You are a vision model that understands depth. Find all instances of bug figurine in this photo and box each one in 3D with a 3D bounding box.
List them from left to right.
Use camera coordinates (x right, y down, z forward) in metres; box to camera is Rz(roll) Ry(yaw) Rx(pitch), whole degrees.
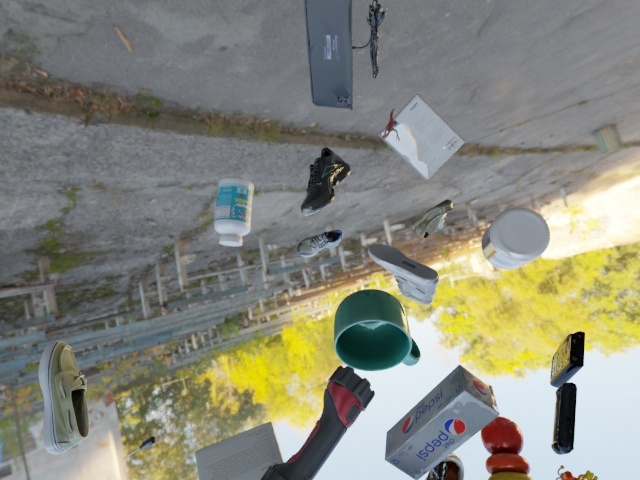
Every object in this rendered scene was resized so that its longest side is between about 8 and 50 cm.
[{"bbox_3d":[0.681,0.764,1.058,0.279,0.216,0.072,-54,-172,-24],"label":"bug figurine"}]

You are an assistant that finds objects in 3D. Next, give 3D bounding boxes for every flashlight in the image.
[{"bbox_3d":[-0.012,0.401,0.816,0.304,0.103,0.103,-44,161,-28],"label":"flashlight"}]

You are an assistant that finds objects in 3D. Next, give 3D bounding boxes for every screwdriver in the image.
[{"bbox_3d":[-0.528,0.602,1.153,0.170,0.024,0.025,-35,143,21],"label":"screwdriver"}]

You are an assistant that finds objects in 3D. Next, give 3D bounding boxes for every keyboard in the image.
[{"bbox_3d":[0.062,-0.479,0.989,0.201,0.317,0.033,12,-136,17],"label":"keyboard"}]

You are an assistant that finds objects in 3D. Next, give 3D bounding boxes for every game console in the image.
[{"bbox_3d":[0.742,0.460,1.216,0.044,0.361,0.213,13,148,21],"label":"game console"}]

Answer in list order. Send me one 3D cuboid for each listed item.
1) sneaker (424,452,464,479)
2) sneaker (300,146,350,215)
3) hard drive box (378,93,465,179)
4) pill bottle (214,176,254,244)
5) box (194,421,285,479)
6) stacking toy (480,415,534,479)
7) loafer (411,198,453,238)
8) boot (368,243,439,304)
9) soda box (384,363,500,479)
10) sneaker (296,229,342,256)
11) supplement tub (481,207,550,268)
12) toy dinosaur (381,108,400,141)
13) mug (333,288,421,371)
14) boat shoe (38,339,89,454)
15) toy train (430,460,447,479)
[{"bbox_3d":[0.390,0.871,1.349,0.126,0.321,0.127,21,151,20],"label":"sneaker"},{"bbox_3d":[-0.004,-0.173,1.165,0.101,0.106,0.267,-20,-152,38],"label":"sneaker"},{"bbox_3d":[0.346,-0.355,1.388,0.181,0.232,0.089,-46,-173,13],"label":"hard drive box"},{"bbox_3d":[-0.352,-0.114,1.626,0.146,0.264,0.146,3,168,1],"label":"pill bottle"},{"bbox_3d":[-0.173,0.531,0.924,0.182,0.119,0.181,-17,143,-14],"label":"box"},{"bbox_3d":[0.392,0.531,0.817,0.141,0.330,0.141,4,134,4],"label":"stacking toy"},{"bbox_3d":[0.261,-0.047,0.913,0.056,0.050,0.148,-30,171,-18],"label":"loafer"},{"bbox_3d":[0.256,0.114,1.296,0.095,0.123,0.258,-27,-137,-35],"label":"boot"},{"bbox_3d":[0.272,0.426,0.930,0.286,0.098,0.091,-55,-177,24],"label":"soda box"},{"bbox_3d":[0.000,0.000,1.049,0.135,0.052,0.058,-23,169,-27],"label":"sneaker"},{"bbox_3d":[0.700,0.002,1.464,0.191,0.191,0.272,-16,165,9],"label":"supplement tub"},{"bbox_3d":[0.190,-0.317,1.123,0.047,0.090,0.082,-11,-164,27],"label":"toy dinosaur"},{"bbox_3d":[0.093,0.158,0.705,0.129,0.157,0.097,-18,-147,14],"label":"mug"},{"bbox_3d":[-0.685,0.411,1.091,0.094,0.302,0.109,-21,154,-3],"label":"boat shoe"},{"bbox_3d":[0.289,0.614,1.001,0.036,0.027,0.158,-17,-164,30],"label":"toy train"}]
